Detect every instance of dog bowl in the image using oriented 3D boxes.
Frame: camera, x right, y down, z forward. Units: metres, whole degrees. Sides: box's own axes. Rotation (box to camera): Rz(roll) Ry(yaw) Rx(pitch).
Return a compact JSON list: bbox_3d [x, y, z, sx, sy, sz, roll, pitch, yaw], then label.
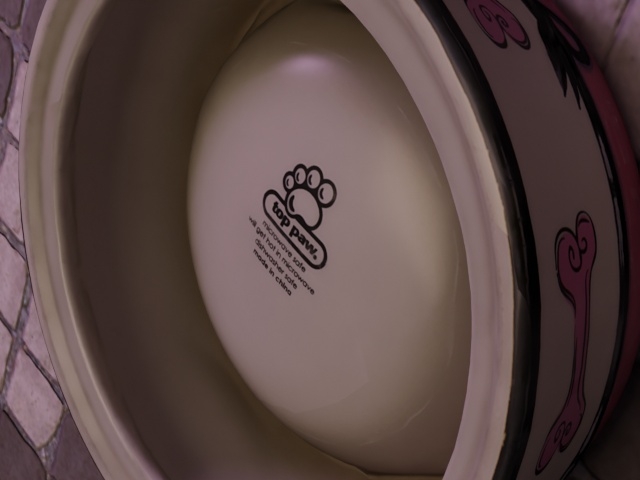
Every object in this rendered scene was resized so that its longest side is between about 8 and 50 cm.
[{"bbox_3d":[0.000,0.000,0.748,0.408,0.150,0.407,16,111,46],"label":"dog bowl"}]
